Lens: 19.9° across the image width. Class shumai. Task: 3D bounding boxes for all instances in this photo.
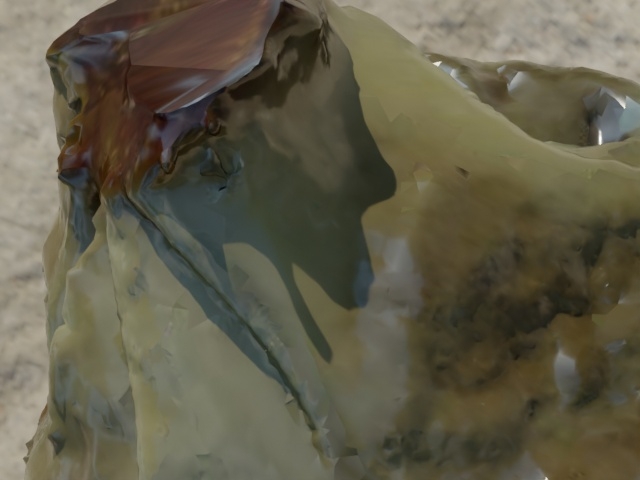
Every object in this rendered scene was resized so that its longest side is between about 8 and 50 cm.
[{"bbox_3d":[0.000,0.000,0.425,0.201,0.120,0.201,-18,39,16],"label":"shumai"}]
